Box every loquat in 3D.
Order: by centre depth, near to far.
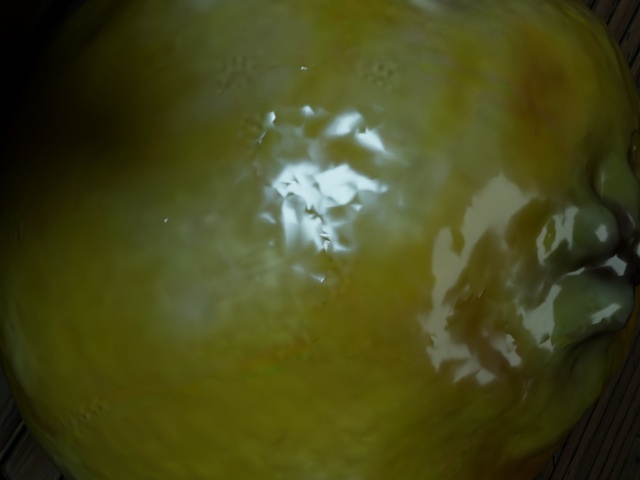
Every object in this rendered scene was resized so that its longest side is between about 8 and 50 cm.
[{"bbox_3d":[0.000,0.000,0.756,0.328,0.329,0.328,-46,144,-48],"label":"loquat"}]
